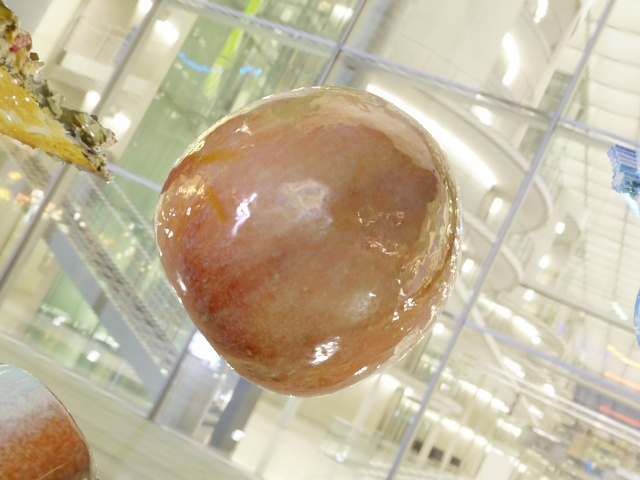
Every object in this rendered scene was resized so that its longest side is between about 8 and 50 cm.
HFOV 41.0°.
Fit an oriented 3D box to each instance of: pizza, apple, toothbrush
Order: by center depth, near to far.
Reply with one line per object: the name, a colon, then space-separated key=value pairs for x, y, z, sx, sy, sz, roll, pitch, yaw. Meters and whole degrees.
apple: x=0.000 y=0.000 z=0.678 sx=0.254 sy=0.253 sz=0.253 roll=26 pitch=-8 yaw=4
toothbrush: x=0.298 y=0.071 z=0.762 sx=0.040 sy=0.385 sz=0.040 roll=3 pitch=-31 yaw=2
pizza: x=-0.342 y=-0.188 z=0.935 sx=0.288 sy=0.074 sz=0.251 roll=26 pitch=-22 yaw=-6

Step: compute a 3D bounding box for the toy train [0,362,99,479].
toy train: x=-0.226 y=0.126 z=0.334 sx=0.177 sy=0.116 sz=0.286 roll=6 pitch=21 yaw=44
